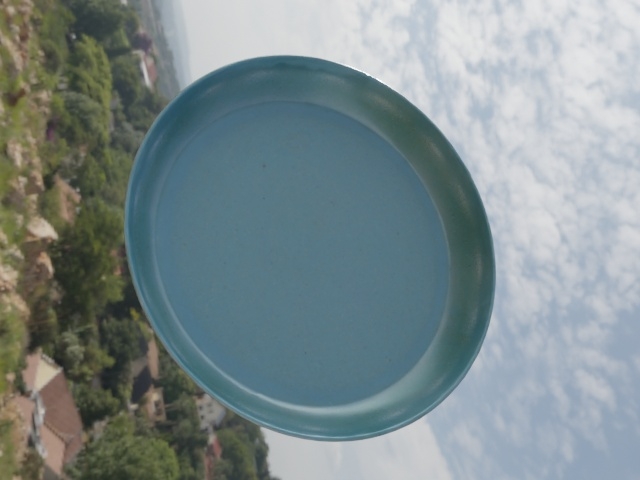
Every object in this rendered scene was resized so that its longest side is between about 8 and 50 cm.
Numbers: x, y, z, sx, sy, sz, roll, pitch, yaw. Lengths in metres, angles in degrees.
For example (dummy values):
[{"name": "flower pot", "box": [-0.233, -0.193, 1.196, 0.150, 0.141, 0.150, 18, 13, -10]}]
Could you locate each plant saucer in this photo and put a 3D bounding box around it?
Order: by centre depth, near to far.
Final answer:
[{"name": "plant saucer", "box": [0.000, 0.000, 0.565, 0.044, 0.318, 0.317, -37, -118, 59]}]
